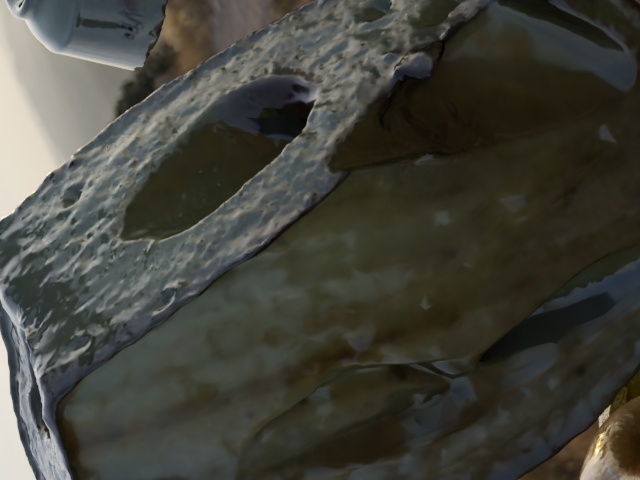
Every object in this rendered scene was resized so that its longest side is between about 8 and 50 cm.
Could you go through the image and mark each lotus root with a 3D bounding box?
[{"bbox_3d":[0.003,0.012,0.544,0.210,0.314,0.142,66,176,-29],"label":"lotus root"}]

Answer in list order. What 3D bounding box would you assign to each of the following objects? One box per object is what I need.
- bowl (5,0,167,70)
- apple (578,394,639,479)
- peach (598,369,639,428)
[{"bbox_3d":[-0.223,-0.259,1.136,0.211,0.112,0.212,18,111,62],"label":"bowl"},{"bbox_3d":[0.203,0.141,0.651,0.131,0.146,0.146,59,172,-16],"label":"apple"},{"bbox_3d":[0.224,0.085,0.806,0.127,0.092,0.172,79,-166,-52],"label":"peach"}]
